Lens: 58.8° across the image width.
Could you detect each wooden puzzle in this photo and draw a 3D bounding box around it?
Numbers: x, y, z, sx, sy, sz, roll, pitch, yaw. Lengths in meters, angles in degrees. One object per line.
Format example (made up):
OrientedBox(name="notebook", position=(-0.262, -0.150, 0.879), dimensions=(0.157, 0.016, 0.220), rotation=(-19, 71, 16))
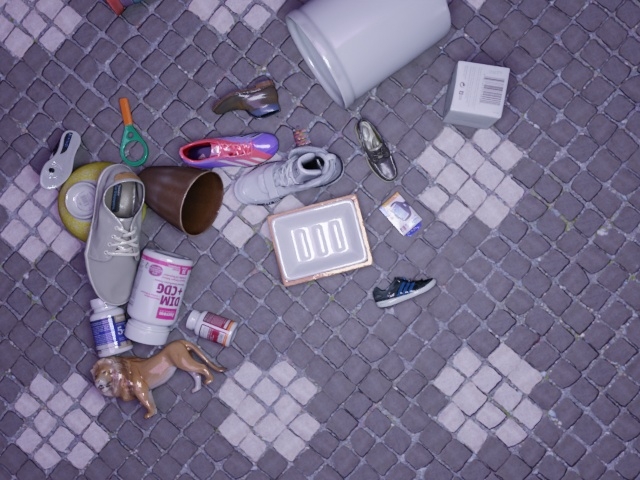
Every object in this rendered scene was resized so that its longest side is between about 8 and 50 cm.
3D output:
OrientedBox(name="wooden puzzle", position=(-0.061, -0.338, 1.858), dimensions=(0.050, 0.006, 0.083), rotation=(-16, 88, 4))

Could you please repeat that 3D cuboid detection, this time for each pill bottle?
OrientedBox(name="pill bottle", position=(-0.684, 0.275, 1.846), dimensions=(0.112, 0.112, 0.186), rotation=(-15, 89, 4))
OrientedBox(name="pill bottle", position=(-0.519, 0.178, 1.810), dimensions=(0.161, 0.160, 0.282), rotation=(16, 91, 4))
OrientedBox(name="pill bottle", position=(-0.349, 0.279, 1.833), dimensions=(0.152, 0.086, 0.086), rotation=(21, 91, 4))

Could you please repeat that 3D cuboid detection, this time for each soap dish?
OrientedBox(name="soap dish", position=(0.000, 0.000, 1.794), dimensions=(0.291, 0.118, 0.228), rotation=(-14, 88, 4))

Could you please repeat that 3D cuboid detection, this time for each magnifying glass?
OrientedBox(name="magnifying glass", position=(-0.633, -0.360, 1.896), dimensions=(0.092, 0.026, 0.230), rotation=(-13, 90, 4))

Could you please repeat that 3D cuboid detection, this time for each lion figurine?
OrientedBox(name="lion figurine", position=(-0.521, 0.418, 1.835), dimensions=(0.392, 0.142, 0.240), rotation=(-28, 81, -9))

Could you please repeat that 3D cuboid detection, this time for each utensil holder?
OrientedBox(name="utensil holder", position=(0.143, -0.631, 1.693), dimensions=(0.386, 0.327, 0.327), rotation=(-33, 87, 1))

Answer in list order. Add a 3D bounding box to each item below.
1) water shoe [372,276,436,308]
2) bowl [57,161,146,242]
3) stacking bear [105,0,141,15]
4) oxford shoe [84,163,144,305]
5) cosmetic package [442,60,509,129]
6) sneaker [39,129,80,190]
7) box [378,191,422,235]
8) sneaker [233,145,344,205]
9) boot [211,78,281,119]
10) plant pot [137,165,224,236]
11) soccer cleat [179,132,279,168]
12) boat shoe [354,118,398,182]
OrientedBox(name="water shoe", position=(0.263, 0.147, 1.795), dimensions=(0.203, 0.073, 0.080), rotation=(-23, 85, 3))
OrientedBox(name="bowl", position=(-0.729, -0.124, 1.833), dimensions=(0.290, 0.156, 0.289), rotation=(0, 89, 4))
OrientedBox(name="stacking bear", position=(-0.589, -0.876, 1.837), dimensions=(0.289, 0.175, 0.164), rotation=(-37, 85, -4))
OrientedBox(name="oxford shoe", position=(-0.622, -0.008, 1.748), dimensions=(0.130, 0.169, 0.448), rotation=(19, 106, 45))
OrientedBox(name="cosmetic package", position=(0.467, -0.438, 1.730), dimensions=(0.152, 0.184, 0.151), rotation=(10, 90, 4))
OrientedBox(name="sneaker", position=(-0.851, -0.247, 1.855), dimensions=(0.079, 0.121, 0.216), rotation=(29, 66, -26))
OrientedBox(name="box", position=(0.260, -0.079, 1.820), dimensions=(0.081, 0.028, 0.136), rotation=(-42, 85, 3))
OrientedBox(name="sneaker", position=(-0.108, -0.204, 1.758), dimensions=(0.366, 0.210, 0.137), rotation=(-15, 88, 4))
OrientedBox(name="boot", position=(-0.235, -0.431, 1.836), dimensions=(0.219, 0.082, 0.106), rotation=(-24, 85, 2))
OrientedBox(name="plant pot", position=(-0.464, -0.150, 1.802), dimensions=(0.231, 0.215, 0.215), rotation=(21, 91, 20))
OrientedBox(name="soccer cleat", position=(-0.293, -0.287, 1.820), dimensions=(0.319, 0.116, 0.108), rotation=(-7, 89, 5))
OrientedBox(name="boat shoe", position=(0.175, -0.286, 1.806), dimensions=(0.080, 0.073, 0.223), rotation=(-28, 87, 4))
